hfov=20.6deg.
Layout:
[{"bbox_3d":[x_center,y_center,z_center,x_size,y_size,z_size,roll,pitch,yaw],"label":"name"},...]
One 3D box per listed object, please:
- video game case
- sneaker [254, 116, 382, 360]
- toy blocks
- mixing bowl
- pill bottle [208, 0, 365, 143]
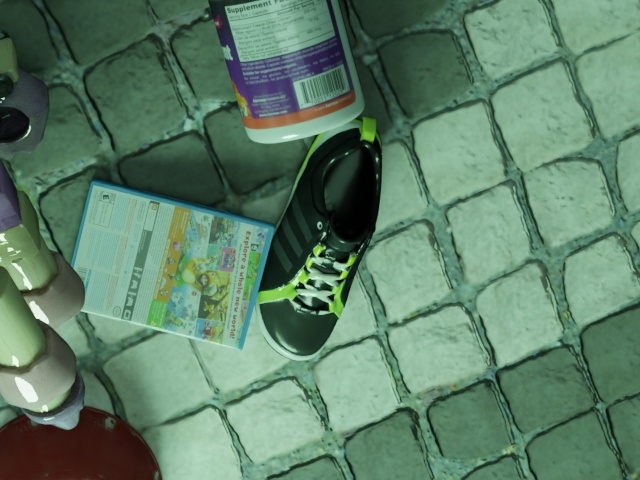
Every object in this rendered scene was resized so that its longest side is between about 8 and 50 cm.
[{"bbox_3d":[-0.135,0.022,1.562,0.166,0.015,0.119,14,100,-5],"label":"video game case"},{"bbox_3d":[0.000,0.000,1.551,0.084,0.097,0.234,11,101,-13],"label":"sneaker"},{"bbox_3d":[-0.334,0.048,1.466,0.289,0.309,0.260,-15,139,5],"label":"toy blocks"},{"bbox_3d":[-0.226,0.246,1.570,0.181,0.098,0.181,-2,103,-10],"label":"mixing bowl"},{"bbox_3d":[-0.036,-0.189,1.492,0.108,0.108,0.193,-17,106,-6],"label":"pill bottle"}]
